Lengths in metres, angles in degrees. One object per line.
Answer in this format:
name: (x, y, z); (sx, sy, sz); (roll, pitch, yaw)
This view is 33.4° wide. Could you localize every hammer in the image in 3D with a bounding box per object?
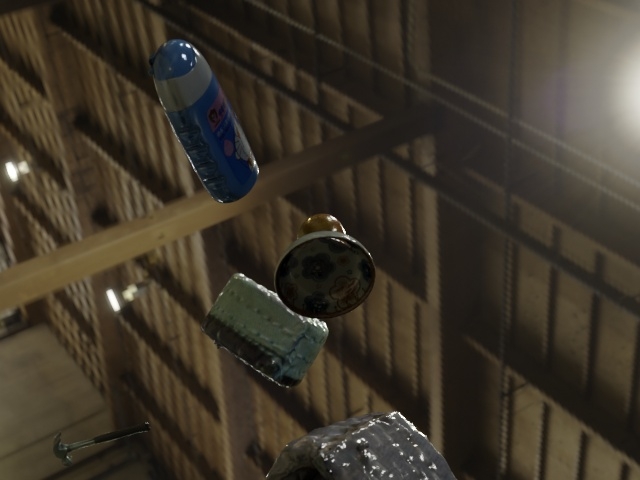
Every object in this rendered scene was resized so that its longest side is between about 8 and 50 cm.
hammer: (-0.541, 0.485, 2.623); (0.029, 0.246, 0.103); (-102, 173, -50)

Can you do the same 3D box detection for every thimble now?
thimble: (-0.101, 0.172, 2.017); (0.237, 0.150, 0.237); (30, -2, 1)
thimble: (0.048, 0.311, 1.152); (0.205, 0.172, 0.236); (-4, -87, 38)

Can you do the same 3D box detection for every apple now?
apple: (0.000, 0.000, 1.660); (0.084, 0.071, 0.084); (42, -36, 39)

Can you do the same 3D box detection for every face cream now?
face cream: (-0.177, -0.185, 1.600); (0.149, 0.083, 0.264); (-85, 157, -47)

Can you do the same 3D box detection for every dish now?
dish: (0.002, 0.031, 1.482); (0.078, 0.141, 0.141); (-101, -175, -55)
